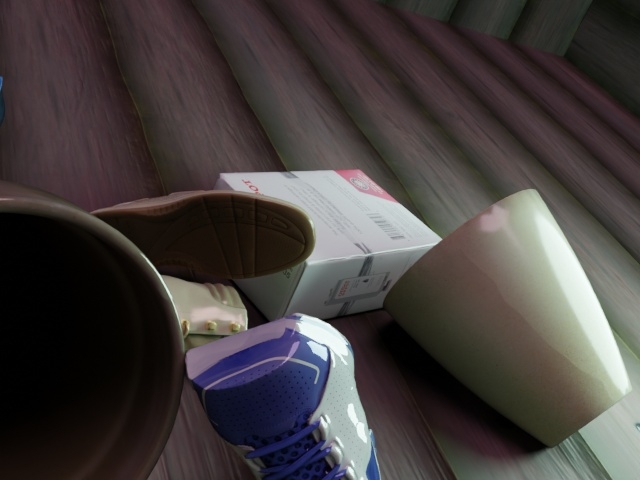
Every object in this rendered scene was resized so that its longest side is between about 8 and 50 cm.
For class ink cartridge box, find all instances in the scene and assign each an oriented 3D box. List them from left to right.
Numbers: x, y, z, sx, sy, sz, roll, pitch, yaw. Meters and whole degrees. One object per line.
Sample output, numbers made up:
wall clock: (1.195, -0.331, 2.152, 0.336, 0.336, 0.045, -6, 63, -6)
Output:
ink cartridge box: (0.000, 0.000, 1.272, 0.283, 0.117, 0.207, -6, 40, -44)

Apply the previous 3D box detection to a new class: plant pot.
plant pot: (-0.315, 0.082, 0.736, 0.323, 0.323, 0.280, 1, 18, -37)
plant pot: (0.263, 0.120, 1.175, 0.256, 0.256, 0.274, -15, 64, -50)

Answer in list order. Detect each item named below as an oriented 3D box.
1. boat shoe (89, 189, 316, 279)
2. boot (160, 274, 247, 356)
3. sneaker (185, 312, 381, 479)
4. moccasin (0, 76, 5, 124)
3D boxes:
boat shoe: (-0.151, -0.015, 1.114, 0.302, 0.109, 0.098, -3, 17, 11)
boot: (-0.177, 0.112, 0.971, 0.203, 0.095, 0.262, 16, 25, -18)
sneaker: (0.004, 0.212, 0.777, 0.127, 0.315, 0.182, -21, 49, 3)
moccasin: (-0.439, -0.053, 0.968, 0.138, 0.117, 0.342, 28, 48, 5)
